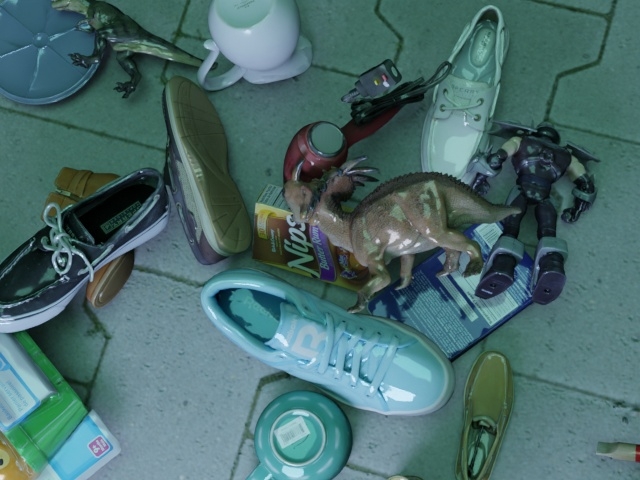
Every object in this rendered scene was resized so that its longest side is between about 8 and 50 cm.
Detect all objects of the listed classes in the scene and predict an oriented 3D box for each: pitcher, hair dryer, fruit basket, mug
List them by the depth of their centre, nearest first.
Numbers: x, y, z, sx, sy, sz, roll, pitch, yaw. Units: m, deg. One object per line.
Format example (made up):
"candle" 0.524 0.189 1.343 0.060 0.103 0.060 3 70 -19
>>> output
"mug" -0.028 0.279 1.455 0.129 0.097 0.158 13 79 9
"fruit basket" -0.504 0.266 1.458 0.353 0.165 0.327 -36 75 -23
"hair dryer" 0.049 -0.139 1.493 0.293 0.223 0.080 -36 77 28
"pitcher" -0.109 -0.283 1.536 0.178 0.207 0.125 -27 75 2

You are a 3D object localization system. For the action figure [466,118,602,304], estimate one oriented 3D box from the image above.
"action figure" 0.285 -0.054 1.476 0.185 0.099 0.285 14 59 4

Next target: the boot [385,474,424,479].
"boot" 0.118 0.423 1.350 0.095 0.203 0.262 -6 75 6

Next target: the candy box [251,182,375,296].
"candy box" 0.000 0.000 1.507 0.187 0.109 0.053 17 42 12

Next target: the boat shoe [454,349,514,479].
"boat shoe" 0.221 0.237 1.448 0.068 0.072 0.190 7 78 8

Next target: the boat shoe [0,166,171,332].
"boat shoe" -0.333 0.006 1.462 0.306 0.105 0.113 -32 71 -17

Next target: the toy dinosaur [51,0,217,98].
"toy dinosaur" -0.297 -0.286 1.609 0.268 0.064 0.118 28 70 -2

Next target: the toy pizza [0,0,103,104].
"toy pizza" -0.424 -0.301 1.667 0.201 0.032 0.201 -2 76 7

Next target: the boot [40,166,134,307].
"boot" -0.339 -0.008 1.573 0.152 0.073 0.197 17 68 9

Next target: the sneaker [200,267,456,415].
"sneaker" -0.004 0.142 1.441 0.366 0.150 0.135 20 95 17

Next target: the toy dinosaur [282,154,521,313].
"toy dinosaur" 0.098 -0.036 1.367 0.296 0.127 0.200 -17 93 10

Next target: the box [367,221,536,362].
"box" 0.190 0.078 1.506 0.225 0.036 0.136 -36 75 -3

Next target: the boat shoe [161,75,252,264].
"boat shoe" -0.183 -0.099 1.561 0.092 0.103 0.285 -30 72 33

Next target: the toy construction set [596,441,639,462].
"toy construction set" 0.345 0.395 1.343 0.237 0.257 0.309 6 57 20

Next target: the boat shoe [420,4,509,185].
"boat shoe" 0.202 -0.204 1.537 0.098 0.096 0.277 12 79 10
